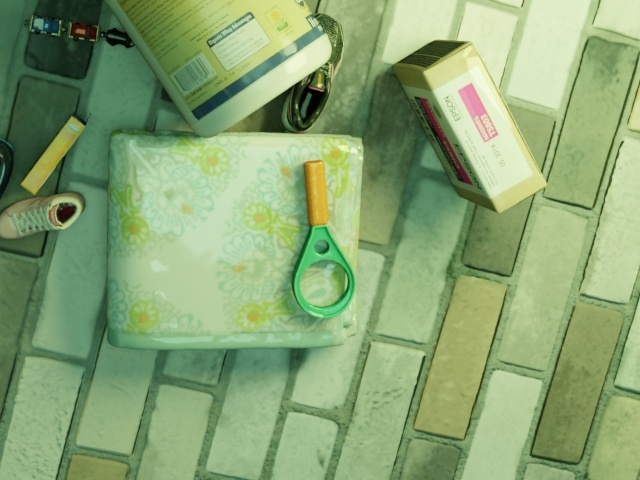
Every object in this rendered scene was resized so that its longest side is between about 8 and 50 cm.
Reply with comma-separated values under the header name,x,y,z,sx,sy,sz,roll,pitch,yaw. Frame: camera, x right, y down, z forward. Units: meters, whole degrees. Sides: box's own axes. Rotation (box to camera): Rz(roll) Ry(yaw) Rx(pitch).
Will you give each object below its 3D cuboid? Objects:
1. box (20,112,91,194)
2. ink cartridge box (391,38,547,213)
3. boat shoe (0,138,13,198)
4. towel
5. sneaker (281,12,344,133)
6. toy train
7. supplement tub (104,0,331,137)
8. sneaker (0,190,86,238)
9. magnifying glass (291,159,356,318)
name,x,y,z,sx,sy,sz,roll,pitch,yaw
box,-0.371,-0.130,1.924,0.028,0.081,0.136,35,92,-13
ink cartridge box,0.209,-0.167,1.961,0.088,0.193,0.234,-30,103,-4
boat shoe,-0.516,-0.030,1.911,0.109,0.089,0.258,21,96,-13
towel,-0.120,0.000,1.981,0.375,0.090,0.320,0,103,-12
sneaker,-0.003,-0.237,1.971,0.072,0.077,0.178,10,97,-12
toy train,-0.337,-0.293,1.924,0.158,0.036,0.027,8,98,-11
supplement tub,-0.156,-0.322,1.844,0.228,0.228,0.316,-34,97,-3
sneaker,-0.399,-0.034,1.941,0.134,0.070,0.051,-18,104,-5
magnifying glass,0.000,0.000,1.947,0.092,0.026,0.230,-7,104,-10
